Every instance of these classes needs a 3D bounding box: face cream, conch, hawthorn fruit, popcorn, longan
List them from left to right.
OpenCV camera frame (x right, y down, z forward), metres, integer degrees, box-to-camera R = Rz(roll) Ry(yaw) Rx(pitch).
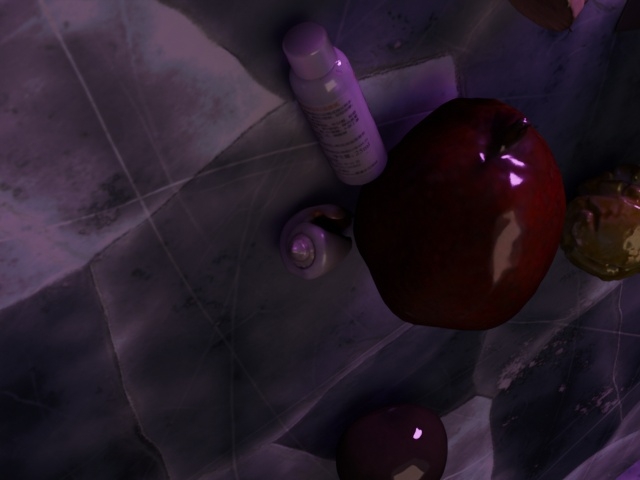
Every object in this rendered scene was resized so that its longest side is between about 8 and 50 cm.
[{"bbox_3d":[0.009,0.000,1.568,0.176,0.094,0.104,-6,93,-45],"label":"conch"},{"bbox_3d":[0.018,-0.173,1.396,0.082,0.082,0.269,-37,145,-6],"label":"face cream"},{"bbox_3d":[0.135,0.402,2.032,0.220,0.196,0.196,-28,143,-20],"label":"longan"},{"bbox_3d":[0.193,-0.040,1.538,0.308,0.308,0.324,-17,115,-30],"label":"hawthorn fruit"},{"bbox_3d":[0.527,-0.022,1.954,0.204,0.183,0.221,-15,152,16],"label":"popcorn"}]

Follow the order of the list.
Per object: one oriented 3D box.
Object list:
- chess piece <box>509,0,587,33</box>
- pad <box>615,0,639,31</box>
[{"bbox_3d":[0.371,-0.425,1.442,0.301,0.137,0.137,-50,145,-6],"label":"chess piece"},{"bbox_3d":[0.539,-0.418,1.684,0.143,0.003,0.211,-13,136,-34],"label":"pad"}]
